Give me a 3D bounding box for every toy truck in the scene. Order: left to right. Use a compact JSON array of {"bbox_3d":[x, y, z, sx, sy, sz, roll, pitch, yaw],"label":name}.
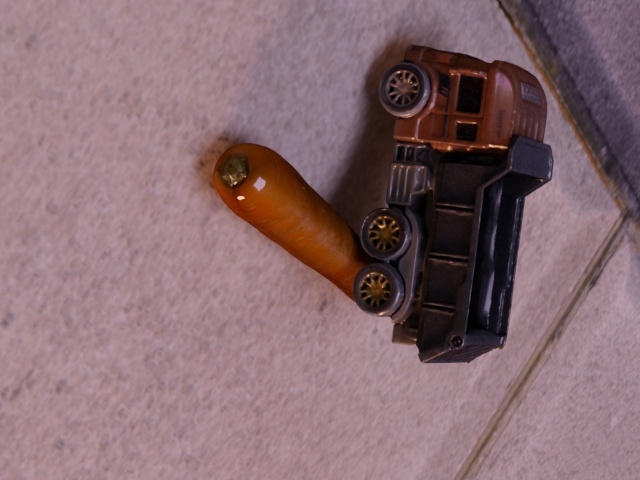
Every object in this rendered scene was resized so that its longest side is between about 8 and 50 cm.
[{"bbox_3d":[0.084,-0.020,1.073,0.083,0.092,0.192,8,90,-63],"label":"toy truck"}]

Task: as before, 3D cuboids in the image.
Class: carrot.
[{"bbox_3d":[0.000,0.000,1.061,0.043,0.043,0.248,-59,149,-7],"label":"carrot"}]
